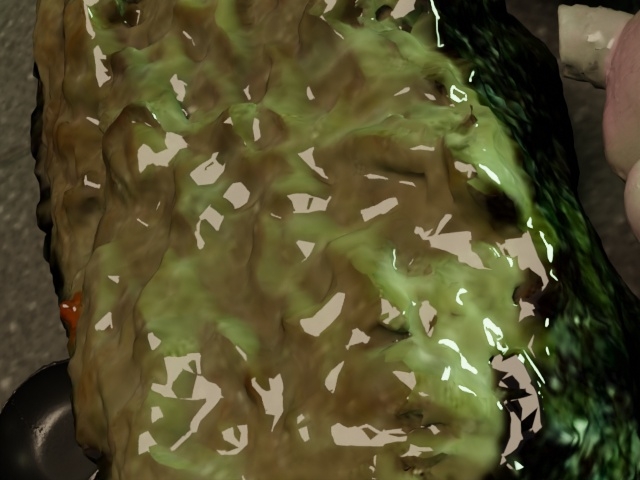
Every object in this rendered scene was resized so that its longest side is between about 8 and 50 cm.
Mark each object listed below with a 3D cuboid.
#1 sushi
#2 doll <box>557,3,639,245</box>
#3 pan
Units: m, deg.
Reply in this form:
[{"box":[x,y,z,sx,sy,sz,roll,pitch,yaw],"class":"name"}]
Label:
[{"box":[0.000,0.000,0.540,0.211,0.171,0.350,-30,52,13],"class":"sushi"},{"box":[0.166,-0.025,0.510,0.149,0.095,0.192,-7,59,6],"class":"doll"},{"box":[-0.101,0.100,0.630,0.068,0.023,0.115,-42,48,1],"class":"pan"}]
